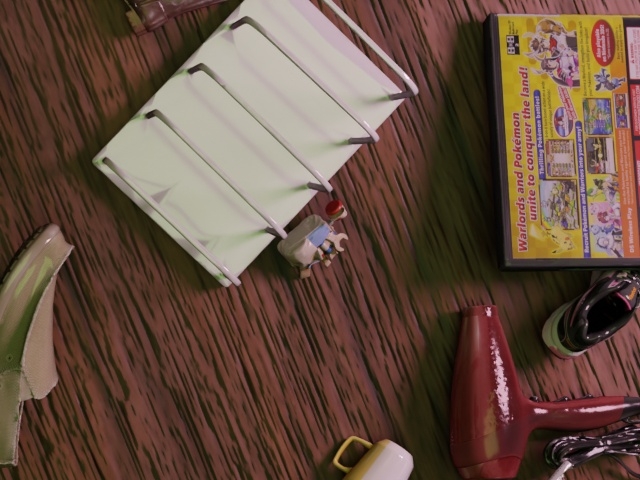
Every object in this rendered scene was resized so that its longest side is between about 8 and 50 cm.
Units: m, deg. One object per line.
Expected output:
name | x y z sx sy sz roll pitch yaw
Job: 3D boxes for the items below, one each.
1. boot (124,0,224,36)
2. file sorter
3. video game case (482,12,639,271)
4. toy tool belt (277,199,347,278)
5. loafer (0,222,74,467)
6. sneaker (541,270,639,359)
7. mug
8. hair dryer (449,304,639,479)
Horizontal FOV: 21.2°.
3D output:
boot | -0.158 -0.276 1.756 0.114 0.037 0.106 -25 109 -3
file sorter | -0.062 -0.113 1.709 0.193 0.173 0.278 44 85 -8
video game case | 0.301 -0.104 1.799 0.248 0.035 0.275 0 78 -8
toy tool belt | 0.000 0.000 1.789 0.083 0.052 0.051 -40 128 -2
loafer | -0.302 0.112 1.724 0.092 0.102 0.268 23 98 -10
sneaker | 0.317 0.058 1.806 0.072 0.077 0.178 44 70 -9
mug | 0.059 0.240 1.798 0.078 0.062 0.064 38 79 -14
hair dryer | 0.235 0.190 1.827 0.223 0.080 0.293 -43 100 -25
